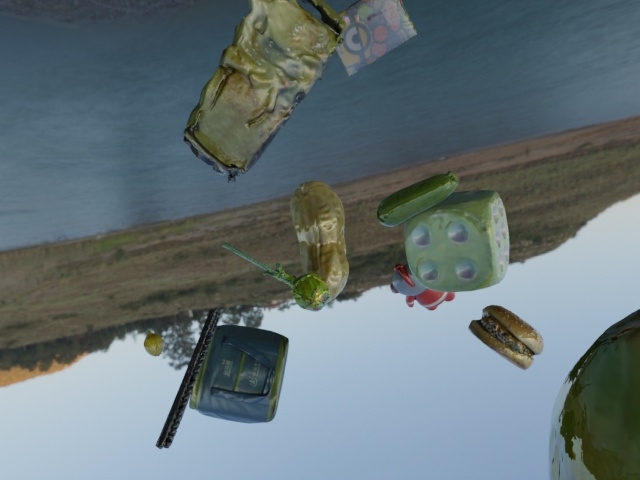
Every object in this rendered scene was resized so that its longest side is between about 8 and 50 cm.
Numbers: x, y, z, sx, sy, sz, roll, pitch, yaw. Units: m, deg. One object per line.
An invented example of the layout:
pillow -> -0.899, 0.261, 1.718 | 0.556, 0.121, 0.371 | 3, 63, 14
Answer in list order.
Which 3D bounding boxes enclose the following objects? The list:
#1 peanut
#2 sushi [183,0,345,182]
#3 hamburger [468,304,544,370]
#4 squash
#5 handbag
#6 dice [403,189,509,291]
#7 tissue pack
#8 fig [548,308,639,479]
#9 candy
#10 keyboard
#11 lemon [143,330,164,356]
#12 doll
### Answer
peanut -> 0.000, 0.000, 1.115 | 0.146, 0.306, 0.147 | -7, 177, 0
sushi -> -0.083, -0.228, 0.607 | 0.291, 0.139, 0.131 | -54, -160, -5
hamburger -> 0.483, 0.244, 1.169 | 0.191, 0.118, 0.182 | 30, -178, -31
squash -> 0.193, -0.085, 0.910 | 0.066, 0.066, 0.201 | -14, 169, -45
handbag -> -0.225, 0.381, 1.286 | 0.240, 0.263, 0.222 | 9, 162, -4
dice -> 0.402, -0.006, 1.310 | 0.249, 0.252, 0.254 | -4, -164, 33
tissue pack -> 0.092, -0.396, 0.838 | 0.148, 0.109, 0.060 | -24, -160, 23
fig -> 0.281, 0.164, 0.298 | 0.239, 0.271, 0.239 | -23, -172, 3
candy -> -0.098, 0.067, 0.952 | 0.262, 0.077, 0.073 | 28, 175, 12
keyboard -> -0.217, 0.231, 0.757 | 0.023, 0.231, 0.072 | 19, 156, -3
lemon -> -0.564, 0.349, 1.510 | 0.065, 0.092, 0.065 | -25, 176, -2
doll -> 0.354, 0.157, 1.592 | 0.199, 0.105, 0.336 | -34, 136, 24
